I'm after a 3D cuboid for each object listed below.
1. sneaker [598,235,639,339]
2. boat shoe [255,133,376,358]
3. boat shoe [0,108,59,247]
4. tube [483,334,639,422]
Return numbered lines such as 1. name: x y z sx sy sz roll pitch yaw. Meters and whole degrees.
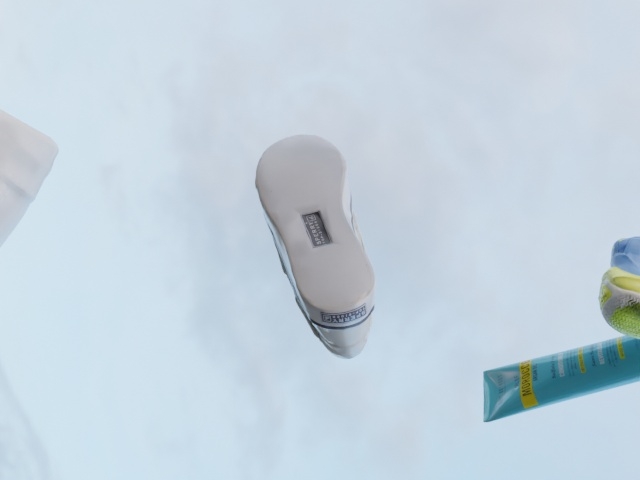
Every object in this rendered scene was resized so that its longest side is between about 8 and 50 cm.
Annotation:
1. sneaker: 0.400 0.053 0.991 0.091 0.240 0.126 116 -12 -49
2. boat shoe: 0.000 0.000 0.957 0.267 0.096 0.088 -113 -168 -46
3. boat shoe: -0.211 -0.078 0.338 0.258 0.084 0.095 37 -15 -9
4. tube: 0.281 0.152 1.108 0.207 0.080 0.052 -20 -62 24
